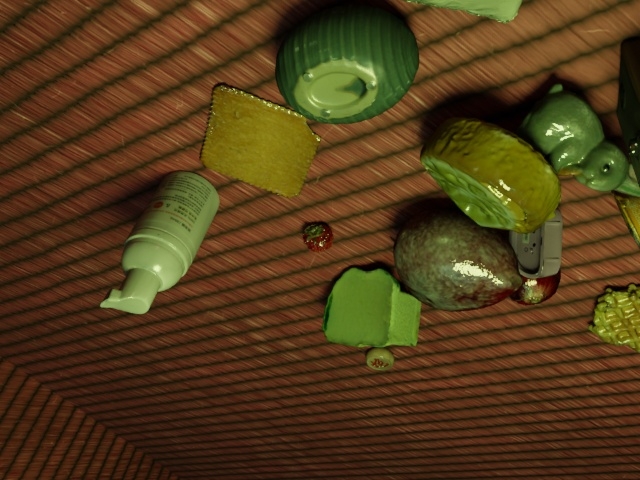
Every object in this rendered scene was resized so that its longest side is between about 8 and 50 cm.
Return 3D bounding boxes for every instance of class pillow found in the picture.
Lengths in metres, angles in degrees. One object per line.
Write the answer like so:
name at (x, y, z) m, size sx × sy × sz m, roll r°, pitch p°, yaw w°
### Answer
pillow at (0.205, -0.408, 0.858) m, size 0.229 × 0.050 × 0.128 m, roll 12°, pitch 140°, yaw 0°

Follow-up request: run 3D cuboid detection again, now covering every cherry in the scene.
cherry at (0.280, 0.044, 1.186) m, size 0.300 × 0.203 × 0.230 m, roll 16°, pitch 140°, yaw 38°

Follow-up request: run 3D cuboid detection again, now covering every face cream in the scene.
face cream at (-0.342, 0.019, 1.217) m, size 0.146 × 0.369 × 0.145 m, roll 9°, pitch 137°, yaw 8°

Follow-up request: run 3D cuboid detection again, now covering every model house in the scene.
model house at (0.144, 0.182, 1.432) m, size 0.214 × 0.195 × 0.189 m, roll -8°, pitch 159°, yaw 42°

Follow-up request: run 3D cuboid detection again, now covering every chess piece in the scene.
chess piece at (0.174, 0.346, 1.662) m, size 0.084 × 0.038 × 0.083 m, roll 9°, pitch 137°, yaw 9°

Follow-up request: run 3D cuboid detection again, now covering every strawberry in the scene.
strawberry at (0.000, 0.000, 1.330) m, size 0.073 × 0.073 × 0.083 m, roll -7°, pitch 146°, yaw 21°

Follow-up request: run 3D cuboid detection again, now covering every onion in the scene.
onion at (0.461, 0.082, 1.253) m, size 0.131 × 0.131 × 0.131 m, roll 8°, pitch 137°, yaw 7°

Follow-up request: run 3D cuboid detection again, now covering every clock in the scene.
clock at (0.438, 0.000, 1.166) m, size 0.050 × 0.152 × 0.110 m, roll 2°, pitch -179°, yaw -23°

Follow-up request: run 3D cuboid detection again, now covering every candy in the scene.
candy at (0.297, -0.113, 1.012) m, size 0.260 × 0.118 × 0.260 m, roll 34°, pitch 176°, yaw 3°

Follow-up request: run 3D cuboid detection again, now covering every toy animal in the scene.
toy animal at (0.455, -0.144, 0.961) m, size 0.251 × 0.125 × 0.127 m, roll 38°, pitch 168°, yaw 10°

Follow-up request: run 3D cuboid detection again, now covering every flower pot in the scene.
flower pot at (0.041, -0.290, 0.949) m, size 0.243 × 0.157 × 0.189 m, roll -6°, pitch 135°, yaw 23°

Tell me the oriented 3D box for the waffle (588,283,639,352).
waffle at (0.777, 0.163, 1.295) m, size 0.282 × 0.058 × 0.300 m, roll 26°, pitch 134°, yaw -12°

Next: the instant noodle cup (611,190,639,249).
instant noodle cup at (0.657, -0.033, 1.025) m, size 0.172 × 0.215 × 0.216 m, roll -28°, pitch 123°, yaw 26°

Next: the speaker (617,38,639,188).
speaker at (0.556, -0.195, 0.852) m, size 0.193 × 0.230 × 0.153 m, roll -5°, pitch 134°, yaw 20°

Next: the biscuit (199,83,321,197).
biscuit at (-0.129, -0.199, 1.194) m, size 0.237 × 0.013 × 0.232 m, roll 19°, pitch 137°, yaw -6°
